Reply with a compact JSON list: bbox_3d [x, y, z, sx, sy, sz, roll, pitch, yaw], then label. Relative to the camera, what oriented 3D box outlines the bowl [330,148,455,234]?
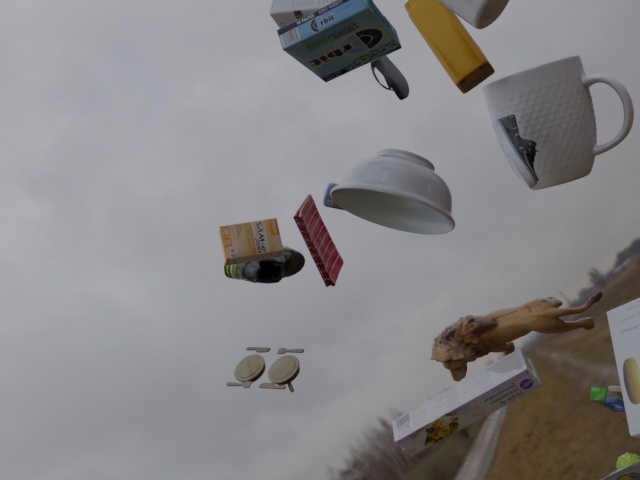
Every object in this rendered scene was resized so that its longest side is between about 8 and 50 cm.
[{"bbox_3d":[0.182,-0.125,1.639,0.298,0.298,0.134,60,-134,-72],"label":"bowl"}]

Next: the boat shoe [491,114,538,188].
[{"bbox_3d":[0.514,-0.234,1.791,0.076,0.228,0.080,-28,-40,15],"label":"boat shoe"}]

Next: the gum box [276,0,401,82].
[{"bbox_3d":[0.037,-0.343,1.195,0.157,0.041,0.184,-21,-12,20],"label":"gum box"}]

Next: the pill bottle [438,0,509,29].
[{"bbox_3d":[0.322,-0.608,1.631,0.131,0.229,0.131,-40,-20,-18],"label":"pill bottle"}]

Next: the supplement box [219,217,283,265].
[{"bbox_3d":[-0.117,0.002,1.182,0.098,0.062,0.036,-10,-18,-13],"label":"supplement box"}]

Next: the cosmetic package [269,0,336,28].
[{"bbox_3d":[0.005,-0.556,1.659,0.151,0.183,0.151,45,-127,-56],"label":"cosmetic package"}]

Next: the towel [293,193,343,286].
[{"bbox_3d":[0.000,0.000,2.317,0.031,0.275,0.199,-19,19,20],"label":"towel"}]

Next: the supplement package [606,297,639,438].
[{"bbox_3d":[0.636,0.232,1.269,0.134,0.244,0.139,19,-36,-25],"label":"supplement package"}]

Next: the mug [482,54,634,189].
[{"bbox_3d":[0.678,-0.332,1.969,0.374,0.328,0.276,-14,6,35],"label":"mug"}]

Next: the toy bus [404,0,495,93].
[{"bbox_3d":[0.343,-0.564,1.924,0.108,0.333,0.130,-36,-21,20],"label":"toy bus"}]

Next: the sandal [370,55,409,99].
[{"bbox_3d":[0.188,-0.532,2.163,0.054,0.254,0.097,-41,-12,33],"label":"sandal"}]

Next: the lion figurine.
[{"bbox_3d":[0.464,0.205,1.685,0.392,0.142,0.240,-35,-28,30],"label":"lion figurine"}]

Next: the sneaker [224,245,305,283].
[{"bbox_3d":[-0.139,0.082,2.046,0.300,0.121,0.111,-7,-69,-51],"label":"sneaker"}]

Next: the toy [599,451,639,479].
[{"bbox_3d":[0.541,0.381,1.157,0.237,0.137,0.056,-49,22,45],"label":"toy"}]

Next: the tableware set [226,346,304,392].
[{"bbox_3d":[-0.131,0.330,1.757,0.039,0.194,0.128,61,-139,-33],"label":"tableware set"}]

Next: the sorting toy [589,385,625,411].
[{"bbox_3d":[0.775,0.380,1.573,0.347,0.196,0.047,-12,51,49],"label":"sorting toy"}]

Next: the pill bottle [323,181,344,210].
[{"bbox_3d":[0.083,-0.128,2.132,0.078,0.137,0.078,12,-90,-75],"label":"pill bottle"}]

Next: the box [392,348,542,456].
[{"bbox_3d":[0.295,0.338,1.444,0.324,0.063,0.067,-36,26,19],"label":"box"}]
